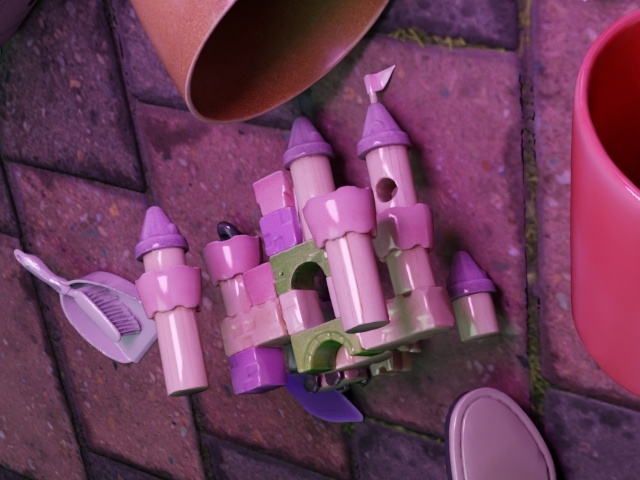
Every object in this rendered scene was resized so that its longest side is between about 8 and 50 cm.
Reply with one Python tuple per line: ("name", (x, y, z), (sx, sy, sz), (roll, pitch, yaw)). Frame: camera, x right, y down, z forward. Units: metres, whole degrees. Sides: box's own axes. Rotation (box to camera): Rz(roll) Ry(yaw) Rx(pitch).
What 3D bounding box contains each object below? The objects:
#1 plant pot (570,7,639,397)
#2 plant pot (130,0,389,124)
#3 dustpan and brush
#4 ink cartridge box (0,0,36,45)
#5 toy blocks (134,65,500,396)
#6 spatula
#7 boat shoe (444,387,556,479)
("plant pot", (0.308, -0.011, 0.946), (0.275, 0.275, 0.243), (27, 143, 20))
("plant pot", (-0.095, -0.274, 1.100), (0.254, 0.237, 0.237), (50, 138, 17))
("dustpan and brush", (-0.310, 0.074, 1.613), (0.211, 0.060, 0.147), (44, 137, 3))
("ink cartridge box", (-0.370, -0.295, 1.268), (0.129, 0.223, 0.307), (48, 134, -4))
("toy blocks", (0.000, 0.000, 1.247), (0.288, 0.309, 0.260), (-23, 72, 33))
("spatula", (-0.046, 0.102, 1.451), (0.084, 0.030, 0.296), (-11, 113, 44))
("boat shoe", (0.202, 0.306, 1.348), (0.340, 0.127, 0.113), (60, 158, -17))
